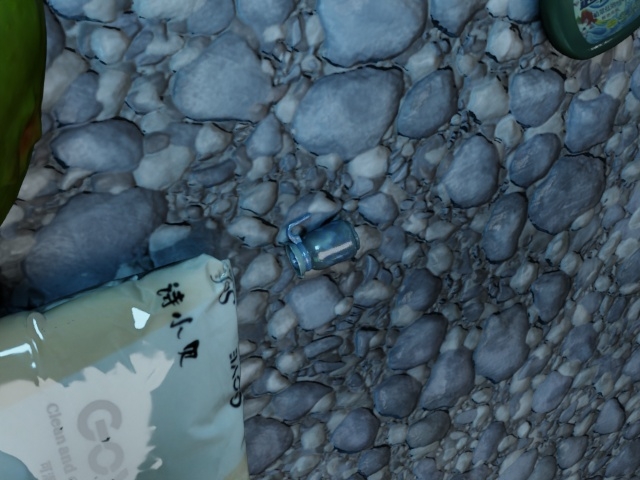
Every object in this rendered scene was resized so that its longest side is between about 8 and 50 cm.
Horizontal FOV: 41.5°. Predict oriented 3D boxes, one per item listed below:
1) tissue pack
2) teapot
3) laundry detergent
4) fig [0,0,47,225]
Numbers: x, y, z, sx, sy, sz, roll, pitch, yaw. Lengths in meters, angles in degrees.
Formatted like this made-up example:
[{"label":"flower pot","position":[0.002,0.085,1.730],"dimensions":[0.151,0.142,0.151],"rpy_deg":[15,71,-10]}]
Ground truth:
[{"label":"tissue pack","position":[-0.255,0.218,0.919],"dimensions":[0.389,0.195,0.376],"rpy_deg":[-17,117,-19]},{"label":"teapot","position":[0.002,0.003,0.997],"dimensions":[0.083,0.049,0.064],"rpy_deg":[-23,131,-14]},{"label":"laundry detergent","position":[0.292,-0.316,0.919],"dimensions":[0.144,0.078,0.222],"rpy_deg":[-34,131,-6]},{"label":"fig","position":[-0.350,-0.107,0.561],"dimensions":[0.316,0.316,0.316],"rpy_deg":[-16,129,-20]}]
